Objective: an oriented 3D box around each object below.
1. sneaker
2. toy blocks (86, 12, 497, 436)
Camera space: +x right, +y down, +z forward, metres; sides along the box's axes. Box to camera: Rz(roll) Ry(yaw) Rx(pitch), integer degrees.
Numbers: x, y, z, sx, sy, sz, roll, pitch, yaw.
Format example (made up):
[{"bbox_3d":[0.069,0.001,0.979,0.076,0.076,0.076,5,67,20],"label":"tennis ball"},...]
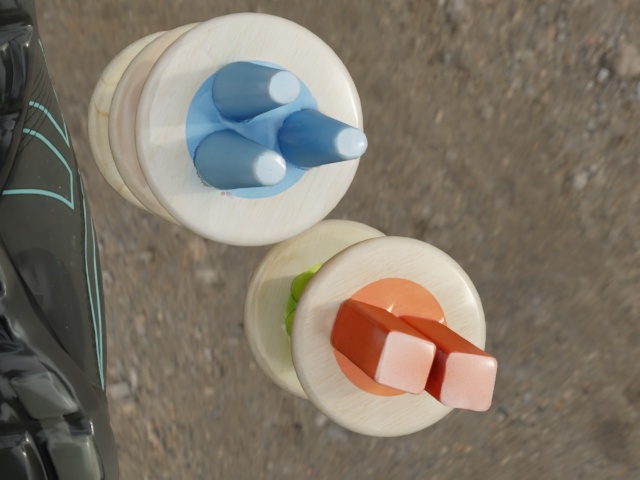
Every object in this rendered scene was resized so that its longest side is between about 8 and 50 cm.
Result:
[{"bbox_3d":[-0.126,-0.018,0.582,0.101,0.106,0.267,-7,110,1],"label":"sneaker"},{"bbox_3d":[0.000,0.000,0.440,0.054,0.148,0.123,-41,102,-7],"label":"toy blocks"}]
